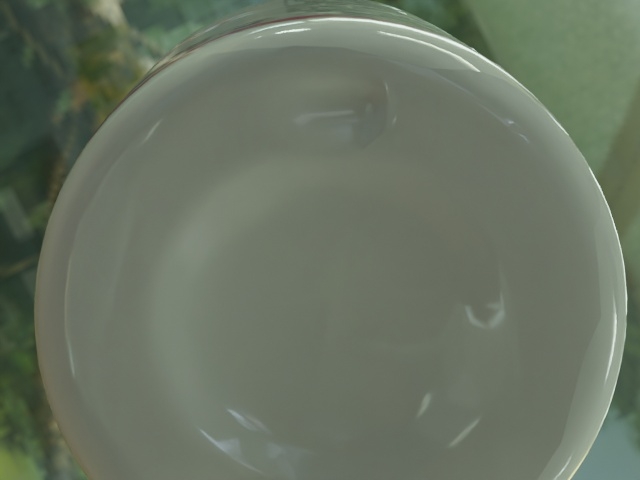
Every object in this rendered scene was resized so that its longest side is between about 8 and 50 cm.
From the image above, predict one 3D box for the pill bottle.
[{"bbox_3d":[0.000,0.000,0.650,0.283,0.160,0.160,-97,161,-81],"label":"pill bottle"}]
